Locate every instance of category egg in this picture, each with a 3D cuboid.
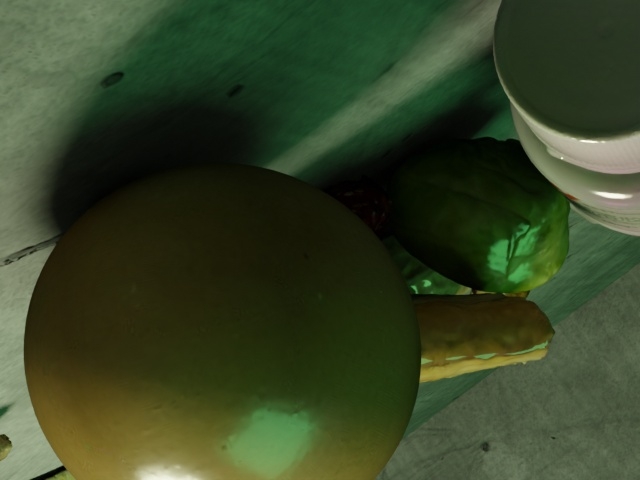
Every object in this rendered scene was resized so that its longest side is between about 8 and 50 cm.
[{"bbox_3d":[-0.078,0.088,1.130,0.301,0.301,0.374,-38,156,13],"label":"egg"}]

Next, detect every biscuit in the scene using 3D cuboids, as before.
[{"bbox_3d":[-0.013,0.120,1.543,0.446,0.104,0.429,-9,179,-4],"label":"biscuit"}]

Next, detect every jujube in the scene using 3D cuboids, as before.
[{"bbox_3d":[0.002,0.003,1.453,0.166,0.104,0.104,-40,165,7],"label":"jujube"}]

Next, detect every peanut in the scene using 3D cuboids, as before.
[{"bbox_3d":[0.164,0.011,1.803,0.298,0.120,0.136,-26,140,-27],"label":"peanut"}]

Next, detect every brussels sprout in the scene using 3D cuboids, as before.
[{"bbox_3d":[0.169,-0.031,1.545,0.223,0.223,0.161,-15,114,-53],"label":"brussels sprout"}]

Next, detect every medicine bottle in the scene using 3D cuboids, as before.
[{"bbox_3d":[0.294,-0.145,1.329,0.241,0.241,0.302,-37,156,11],"label":"medicine bottle"}]

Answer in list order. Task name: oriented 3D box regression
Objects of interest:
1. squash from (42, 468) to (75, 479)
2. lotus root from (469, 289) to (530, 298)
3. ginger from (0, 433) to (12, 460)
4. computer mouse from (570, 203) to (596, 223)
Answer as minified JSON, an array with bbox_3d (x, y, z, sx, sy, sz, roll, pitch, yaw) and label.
[{"bbox_3d":[-0.371,0.377,1.850,0.192,0.085,0.184,-17,157,-46],"label":"squash"},{"bbox_3d":[0.284,0.068,2.281,0.097,0.110,0.258,9,169,5],"label":"lotus root"},{"bbox_3d":[-0.425,0.280,1.462,0.259,0.065,0.149,-37,164,19],"label":"ginger"},{"bbox_3d":[0.413,-0.108,1.976,0.184,0.121,0.297,-39,179,9],"label":"computer mouse"}]
